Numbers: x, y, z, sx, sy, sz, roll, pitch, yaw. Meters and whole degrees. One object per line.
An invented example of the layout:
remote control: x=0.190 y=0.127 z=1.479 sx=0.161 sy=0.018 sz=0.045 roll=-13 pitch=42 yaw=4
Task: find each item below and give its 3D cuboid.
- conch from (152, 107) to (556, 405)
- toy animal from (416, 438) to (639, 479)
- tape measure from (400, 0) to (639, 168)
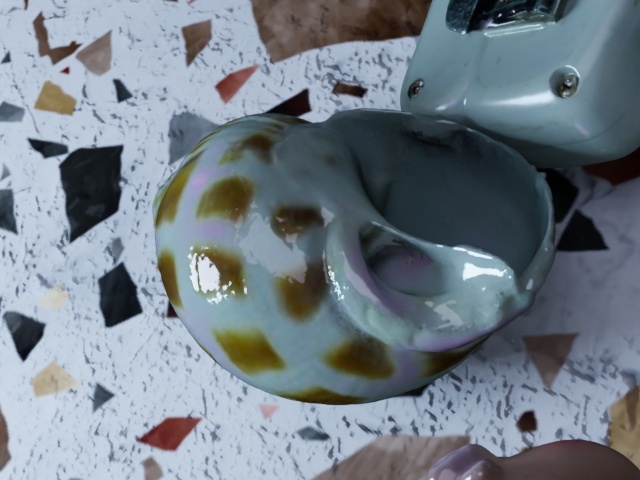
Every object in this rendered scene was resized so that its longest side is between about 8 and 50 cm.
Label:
conch: x=0.001 y=0.000 z=1.043 sx=0.368 sy=0.197 sz=0.249 roll=35 pitch=65 yaw=27
toy animal: x=0.156 y=0.268 z=0.813 sx=0.237 sy=0.269 sz=0.326 roll=-30 pitch=98 yaw=-18
tape measure: x=0.177 y=-0.179 z=1.078 sx=0.246 sy=0.125 sz=0.243 roll=-4 pitch=61 yaw=50
